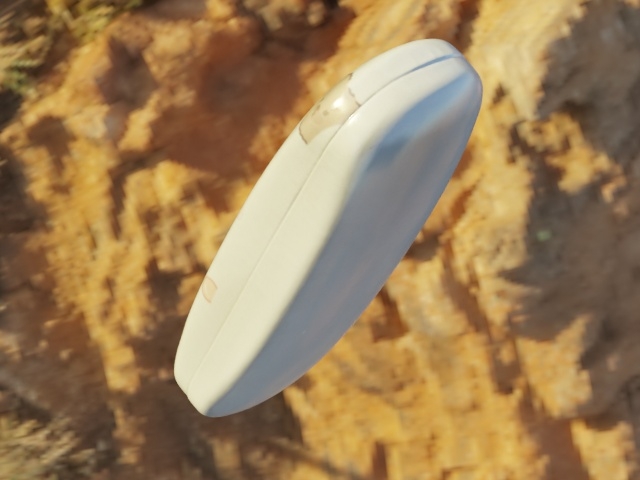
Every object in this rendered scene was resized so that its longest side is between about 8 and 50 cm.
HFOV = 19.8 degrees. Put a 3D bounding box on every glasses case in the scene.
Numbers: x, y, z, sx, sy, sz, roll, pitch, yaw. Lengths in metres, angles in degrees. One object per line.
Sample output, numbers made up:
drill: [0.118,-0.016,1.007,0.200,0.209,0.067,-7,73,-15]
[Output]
glasses case: [0.000,0.000,0.583,0.063,0.164,0.041,-27,67,-41]
